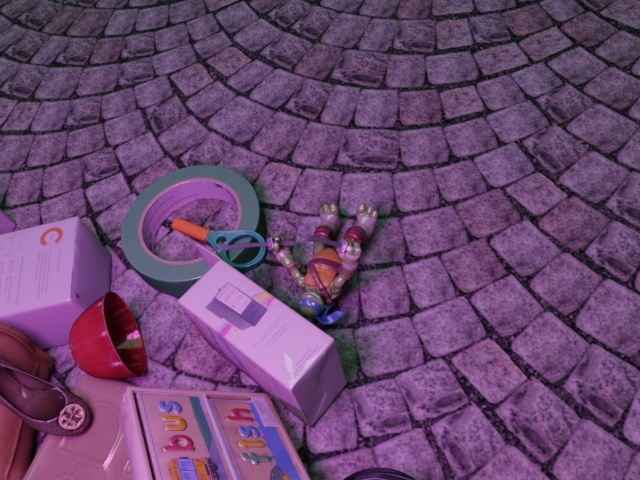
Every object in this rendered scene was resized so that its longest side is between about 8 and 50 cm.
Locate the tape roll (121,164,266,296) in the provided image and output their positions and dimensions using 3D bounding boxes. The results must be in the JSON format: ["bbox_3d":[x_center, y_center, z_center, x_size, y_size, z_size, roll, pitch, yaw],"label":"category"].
[{"bbox_3d":[-0.287,-0.028,1.368,0.322,0.077,0.321,-5,57,7],"label":"tape roll"}]

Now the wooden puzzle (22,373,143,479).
[{"bbox_3d":[-0.371,0.437,1.083,0.322,0.080,0.347,12,55,17],"label":"wooden puzzle"}]

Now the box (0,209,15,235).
[{"bbox_3d":[-0.873,-0.047,1.424,0.181,0.181,0.119,6,59,15],"label":"box"}]

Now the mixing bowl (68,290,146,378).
[{"bbox_3d":[-0.428,0.202,1.181,0.098,0.181,0.181,-23,56,-2],"label":"mixing bowl"}]

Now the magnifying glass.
[{"bbox_3d":[-0.218,-0.001,1.276,0.231,0.026,0.092,20,63,22],"label":"magnifying glass"}]

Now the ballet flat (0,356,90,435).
[{"bbox_3d":[-0.525,0.271,1.069,0.250,0.058,0.084,37,58,-11],"label":"ballet flat"}]

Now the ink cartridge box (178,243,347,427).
[{"bbox_3d":[-0.130,0.173,1.126,0.354,0.207,0.119,32,66,28],"label":"ink cartridge box"}]

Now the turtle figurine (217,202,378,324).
[{"bbox_3d":[0.000,0.000,1.202,0.275,0.198,0.266,44,45,-12],"label":"turtle figurine"}]

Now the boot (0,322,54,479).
[{"bbox_3d":[-0.601,0.309,1.113,0.089,0.236,0.269,-15,51,17],"label":"boot"}]

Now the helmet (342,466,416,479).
[{"bbox_3d":[0.094,0.436,0.936,0.162,0.170,0.169,-35,44,40],"label":"helmet"}]

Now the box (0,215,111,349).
[{"bbox_3d":[-0.651,0.113,1.287,0.346,0.168,0.214,-13,55,3],"label":"box"}]

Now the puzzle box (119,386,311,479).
[{"bbox_3d":[-0.141,0.374,0.910,0.272,0.052,0.409,11,21,-31],"label":"puzzle box"}]
